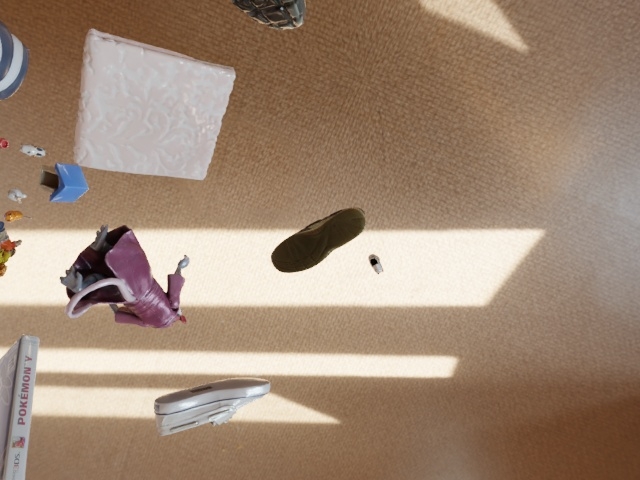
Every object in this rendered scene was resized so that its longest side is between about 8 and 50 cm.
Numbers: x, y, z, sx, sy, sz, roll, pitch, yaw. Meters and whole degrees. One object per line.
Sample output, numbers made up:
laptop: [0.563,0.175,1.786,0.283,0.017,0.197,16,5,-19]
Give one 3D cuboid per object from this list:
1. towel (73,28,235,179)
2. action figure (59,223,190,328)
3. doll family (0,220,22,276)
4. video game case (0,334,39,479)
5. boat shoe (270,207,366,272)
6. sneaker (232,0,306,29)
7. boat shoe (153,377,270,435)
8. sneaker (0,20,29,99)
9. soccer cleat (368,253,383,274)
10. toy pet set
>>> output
towel: [-0.390,-0.293,1.076,0.317,0.053,0.332,3,136,-31]
action figure: [-0.462,0.135,1.214,0.248,0.276,0.370,-40,130,-5]
doll family: [-0.981,0.057,1.282,0.263,0.118,0.163,-10,145,-23]
video game case: [-0.378,0.233,0.507,0.201,0.183,0.023,-39,138,20]
boat shoe: [0.000,-0.001,0.963,0.224,0.073,0.080,-30,93,19]
sneaker: [-0.087,-0.363,0.521,0.101,0.267,0.106,9,69,34]
boat shoe: [-0.234,0.366,1.021,0.258,0.095,0.084,-3,90,-26]
sneaker: [-0.420,-0.267,0.479,0.099,0.153,0.282,-37,78,-9]
soccer cleat: [0.133,0.051,1.134,0.029,0.083,0.035,-31,119,9]
toy pet set: [-0.424,-0.081,0.698,0.065,0.114,0.122,19,99,21]
